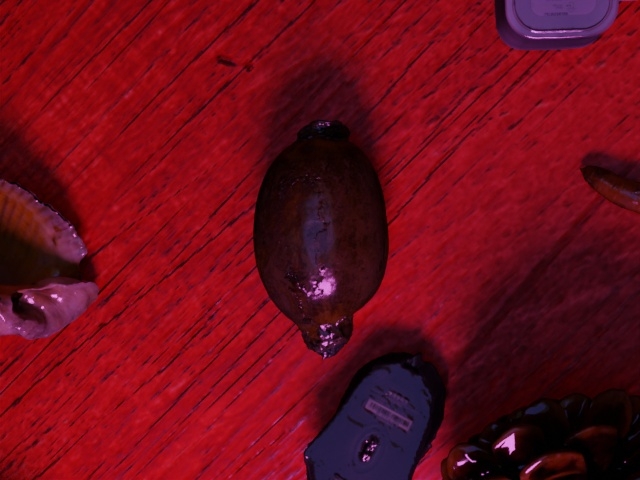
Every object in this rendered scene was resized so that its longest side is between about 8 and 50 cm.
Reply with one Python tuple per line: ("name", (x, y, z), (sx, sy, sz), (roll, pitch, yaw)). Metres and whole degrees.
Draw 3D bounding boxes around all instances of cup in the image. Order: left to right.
("cup", (0.209, -0.206, 0.854), (0.128, 0.129, 0.095), (1, 99, 8))

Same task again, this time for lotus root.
("lotus root", (0.000, 0.000, 0.910), (0.120, 0.120, 0.209), (-1, 91, 11))

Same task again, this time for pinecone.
("pinecone", (0.213, 0.256, 0.794), (0.246, 0.292, 0.246), (-8, 125, -12))

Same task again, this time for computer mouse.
("computer mouse", (0.051, 0.178, 0.936), (0.099, 0.057, 0.172), (29, 86, 11))

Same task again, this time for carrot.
("carrot", (0.298, -0.026, 0.889), (0.165, 0.036, 0.035), (29, 97, 11))

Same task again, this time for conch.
("conch", (-0.328, 0.029, 0.958), (0.245, 0.163, 0.178), (2, 111, -18))
